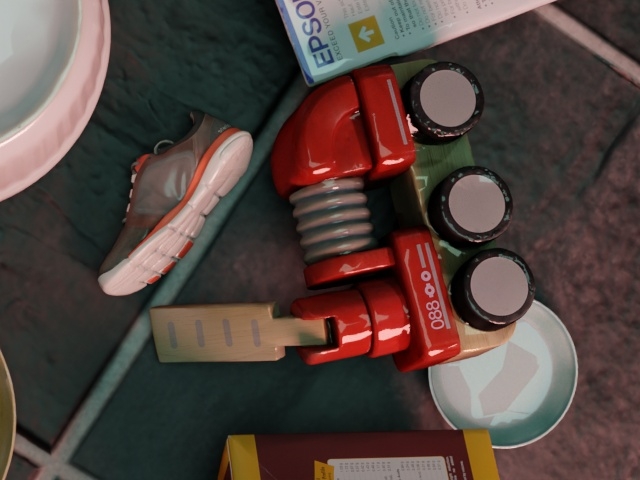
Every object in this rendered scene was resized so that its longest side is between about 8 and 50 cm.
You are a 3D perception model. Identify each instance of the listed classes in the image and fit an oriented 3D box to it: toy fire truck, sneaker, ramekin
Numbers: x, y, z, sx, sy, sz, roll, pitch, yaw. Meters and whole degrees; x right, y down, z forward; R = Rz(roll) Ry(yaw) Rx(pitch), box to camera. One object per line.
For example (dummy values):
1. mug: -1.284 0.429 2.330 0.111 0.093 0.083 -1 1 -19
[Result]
1. toy fire truck: 0.000 0.000 1.457 0.246 0.158 0.217 -12 82 -17
2. sneaker: -0.118 -0.030 1.476 0.065 0.061 0.158 37 80 19
3. ramekin: -0.275 -0.154 1.400 0.273 0.127 0.273 0 89 -12

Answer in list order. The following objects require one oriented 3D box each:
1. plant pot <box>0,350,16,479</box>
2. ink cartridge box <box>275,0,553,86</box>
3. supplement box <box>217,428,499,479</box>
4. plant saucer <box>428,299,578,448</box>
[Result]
1. plant pot: -0.337 0.129 1.427 0.236 0.032 0.236 0 89 -13
2. ink cartridge box: 0.075 -0.315 1.507 0.330 0.071 0.324 -21 92 -13
3. supplement box: 0.030 0.248 1.407 0.194 0.129 0.191 0 50 -12
4. plant saucer: 0.138 0.099 1.534 0.119 0.021 0.119 0 89 -12
